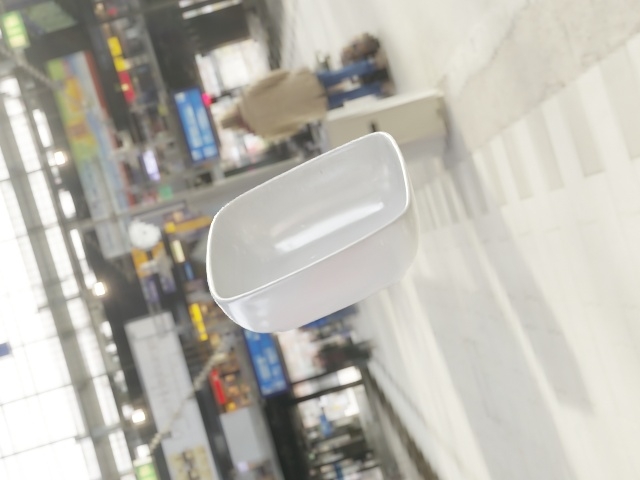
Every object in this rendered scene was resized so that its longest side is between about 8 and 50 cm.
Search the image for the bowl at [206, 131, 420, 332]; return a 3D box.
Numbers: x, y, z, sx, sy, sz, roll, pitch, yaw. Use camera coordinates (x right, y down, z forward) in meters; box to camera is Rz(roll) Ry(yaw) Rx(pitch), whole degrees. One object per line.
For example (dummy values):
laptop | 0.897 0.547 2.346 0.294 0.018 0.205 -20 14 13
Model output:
bowl | 0.000 0.000 0.808 0.053 0.142 0.142 60 -170 -28
